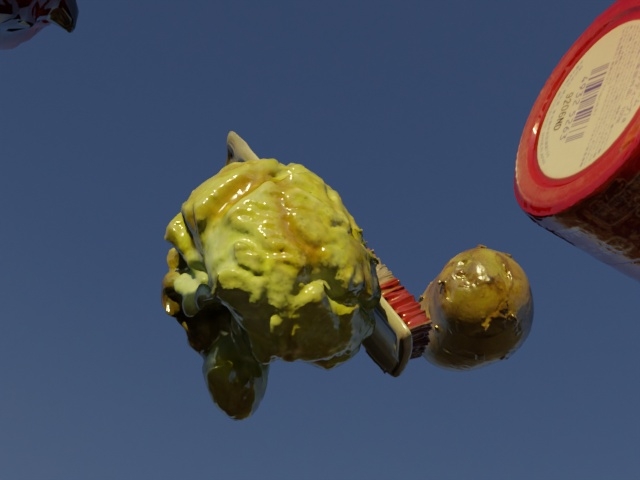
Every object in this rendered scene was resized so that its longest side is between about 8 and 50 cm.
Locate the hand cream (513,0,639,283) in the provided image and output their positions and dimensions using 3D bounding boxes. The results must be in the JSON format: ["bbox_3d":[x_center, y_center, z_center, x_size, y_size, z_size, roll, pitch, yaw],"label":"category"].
[{"bbox_3d":[0.233,-0.069,0.747,0.125,0.193,0.193,29,-52,-17],"label":"hand cream"}]

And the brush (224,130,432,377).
[{"bbox_3d":[0.000,0.000,1.027,0.050,0.321,0.060,-17,-45,-28],"label":"brush"}]

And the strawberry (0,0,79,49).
[{"bbox_3d":[-0.285,-0.201,0.636,0.258,0.261,0.261,-16,-59,30],"label":"strawberry"}]

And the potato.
[{"bbox_3d":[0.182,0.083,1.298,0.137,0.137,0.176,26,-29,-6],"label":"potato"}]

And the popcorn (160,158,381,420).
[{"bbox_3d":[-0.047,0.042,0.905,0.198,0.198,0.212,31,-76,-9],"label":"popcorn"}]
